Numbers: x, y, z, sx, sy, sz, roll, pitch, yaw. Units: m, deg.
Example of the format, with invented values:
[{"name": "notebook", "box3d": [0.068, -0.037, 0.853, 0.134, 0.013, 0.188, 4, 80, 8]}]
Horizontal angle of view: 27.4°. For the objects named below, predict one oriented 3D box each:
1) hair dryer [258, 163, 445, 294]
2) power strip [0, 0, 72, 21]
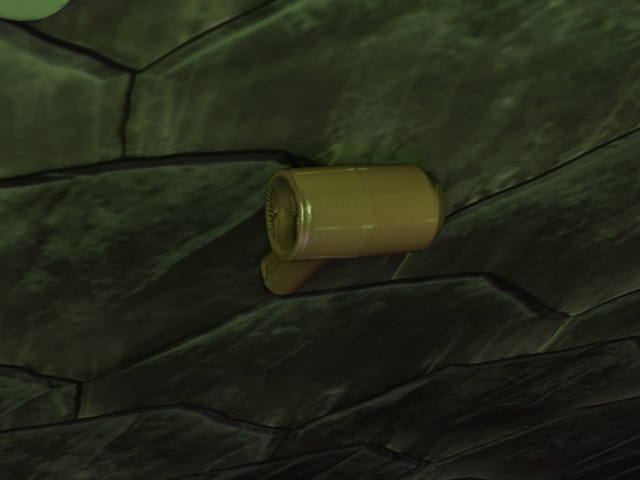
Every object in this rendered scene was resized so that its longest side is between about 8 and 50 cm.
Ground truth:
[{"name": "hair dryer", "box3d": [0.000, 0.000, 0.938, 0.117, 0.064, 0.182, -4, 162, -27]}, {"name": "power strip", "box3d": [-0.209, -0.139, 0.492, 0.265, 0.059, 0.194, 8, 144, -40]}]
